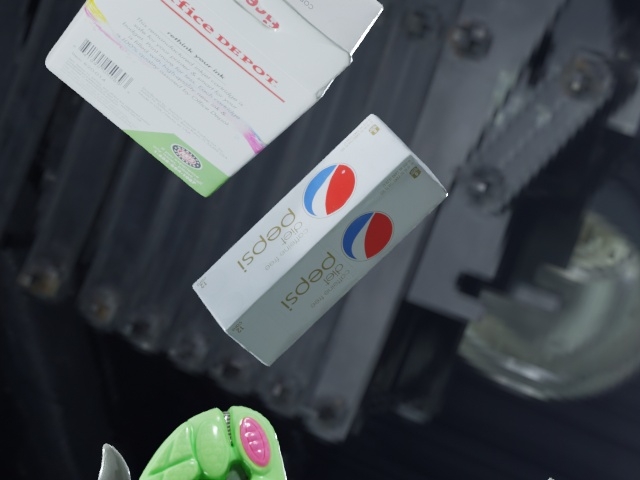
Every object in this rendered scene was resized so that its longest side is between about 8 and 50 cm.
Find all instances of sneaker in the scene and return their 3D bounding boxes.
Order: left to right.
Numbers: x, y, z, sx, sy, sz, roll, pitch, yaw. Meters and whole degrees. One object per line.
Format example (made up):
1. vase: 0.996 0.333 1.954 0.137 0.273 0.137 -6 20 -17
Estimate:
1. sneaker: -0.135 0.416 1.963 0.202 0.185 0.483 -151 67 -84

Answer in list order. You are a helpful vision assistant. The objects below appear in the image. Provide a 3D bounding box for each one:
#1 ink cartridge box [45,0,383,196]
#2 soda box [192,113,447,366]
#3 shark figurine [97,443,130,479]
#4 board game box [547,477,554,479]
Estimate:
1. ink cartridge box: -0.088 -0.192 1.577 0.119 0.207 0.353 -55 10 -27
2. soda box: 0.000 0.000 1.524 0.216 0.074 0.069 -44 -47 4
3. shark figurine: -0.254 0.256 1.466 0.116 0.278 0.166 -42 -48 -72
4. board game box: 0.086 0.304 1.106 0.275 0.144 0.142 -34 -41 -6
